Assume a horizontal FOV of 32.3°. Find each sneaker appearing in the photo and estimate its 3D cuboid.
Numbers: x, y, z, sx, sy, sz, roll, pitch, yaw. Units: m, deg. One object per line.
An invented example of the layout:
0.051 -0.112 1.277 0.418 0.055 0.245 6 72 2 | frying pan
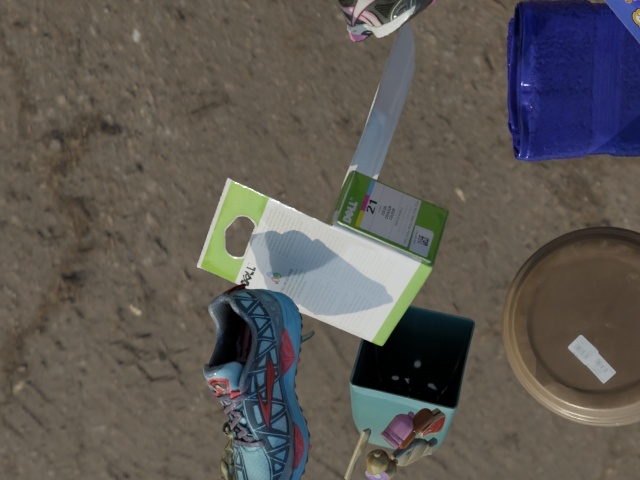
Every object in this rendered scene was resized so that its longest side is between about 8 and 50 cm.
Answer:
0.065 -0.283 1.294 0.072 0.178 0.077 -40 108 -23 | sneaker
-0.091 0.179 1.265 0.104 0.262 0.125 -20 154 36 | sneaker

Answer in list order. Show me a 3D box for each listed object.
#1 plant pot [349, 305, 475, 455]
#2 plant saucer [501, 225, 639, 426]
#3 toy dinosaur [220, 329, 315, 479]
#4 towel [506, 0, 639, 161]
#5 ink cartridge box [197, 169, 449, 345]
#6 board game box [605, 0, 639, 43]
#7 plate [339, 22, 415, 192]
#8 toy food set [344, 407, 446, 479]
0.139 0.240 1.778 0.165 0.165 0.234 13 143 8 | plant pot
0.384 0.116 1.512 0.278 0.278 0.041 -40 162 10 | plant saucer
-0.085 0.227 1.570 0.268 0.064 0.118 -59 172 -14 | toy dinosaur
0.419 -0.234 1.600 0.308 0.076 0.228 -2 103 -9 | towel
0.000 0.000 1.337 0.255 0.097 0.189 24 141 -2 | ink cartridge box
0.399 -0.271 1.088 0.233 0.078 0.347 -41 92 -26 | board game box
0.074 -0.137 1.571 0.045 0.278 0.277 21 130 0 | plate
0.076 0.180 0.982 0.122 0.019 0.078 -11 128 -45 | toy food set
